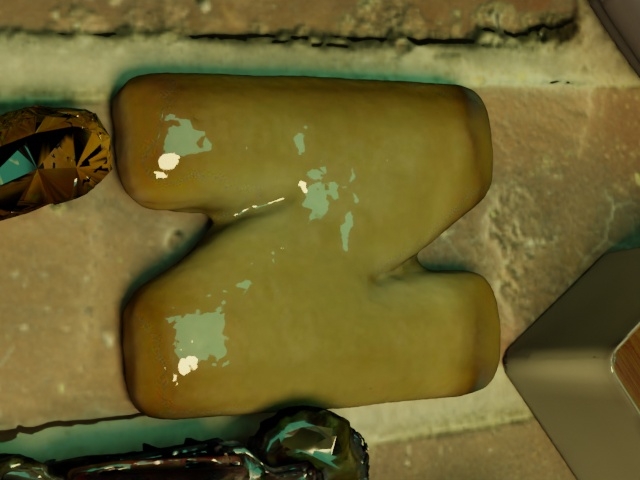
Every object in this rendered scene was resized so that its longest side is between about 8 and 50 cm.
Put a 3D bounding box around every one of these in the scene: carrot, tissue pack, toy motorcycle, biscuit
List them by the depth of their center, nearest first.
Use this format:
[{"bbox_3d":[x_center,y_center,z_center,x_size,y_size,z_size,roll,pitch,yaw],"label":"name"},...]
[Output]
[{"bbox_3d":[-0.236,-0.028,0.808,0.229,0.069,0.069,-22,96,-27],"label":"carrot"},{"bbox_3d":[-0.037,0.211,0.854,0.401,0.134,0.207,-6,89,-27],"label":"toy motorcycle"},{"bbox_3d":[0.000,0.000,0.934,0.291,0.062,0.236,1,86,-27],"label":"biscuit"},{"bbox_3d":[0.283,0.139,1.031,0.159,0.136,0.246,-41,104,-25],"label":"tissue pack"}]

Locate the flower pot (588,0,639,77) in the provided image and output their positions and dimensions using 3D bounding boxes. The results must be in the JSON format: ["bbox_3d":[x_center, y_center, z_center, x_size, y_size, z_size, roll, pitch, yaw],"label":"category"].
[{"bbox_3d":[0.354,-0.178,1.057,0.243,0.265,0.265,37,68,-5],"label":"flower pot"}]
